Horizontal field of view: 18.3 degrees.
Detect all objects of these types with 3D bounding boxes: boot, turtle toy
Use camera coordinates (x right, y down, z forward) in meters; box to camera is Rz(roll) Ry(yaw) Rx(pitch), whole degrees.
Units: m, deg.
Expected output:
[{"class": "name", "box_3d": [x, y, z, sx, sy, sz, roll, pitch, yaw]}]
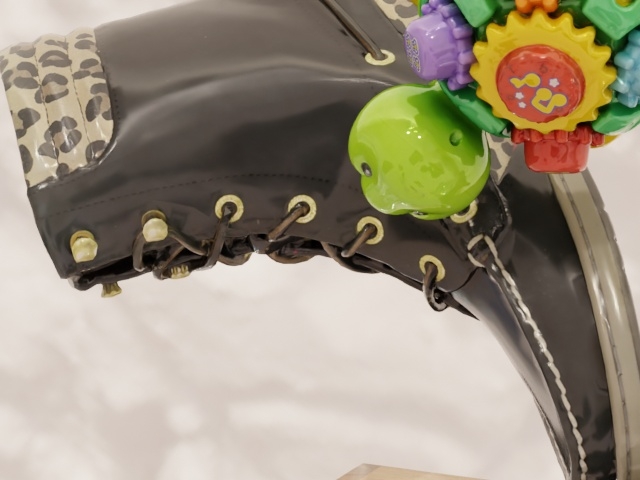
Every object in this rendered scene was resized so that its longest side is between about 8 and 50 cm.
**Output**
[{"class": "boot", "box_3d": [0.000, 0.000, 0.677, 0.085, 0.179, 0.236, 82, 169, -65]}, {"class": "turtle toy", "box_3d": [0.059, -0.054, 0.585, 0.095, 0.066, 0.130, 38, 131, -15]}]

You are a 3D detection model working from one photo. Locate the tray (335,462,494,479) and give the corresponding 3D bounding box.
[{"class": "tray", "box_3d": [0.105, 0.336, 1.069, 0.203, 0.076, 0.411, 4, 104, 31]}]
